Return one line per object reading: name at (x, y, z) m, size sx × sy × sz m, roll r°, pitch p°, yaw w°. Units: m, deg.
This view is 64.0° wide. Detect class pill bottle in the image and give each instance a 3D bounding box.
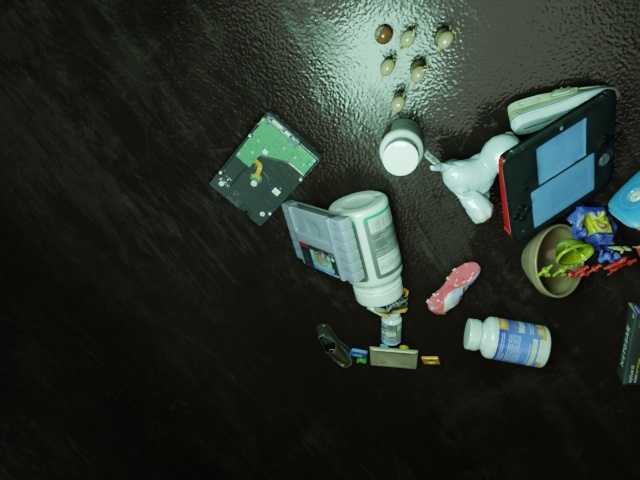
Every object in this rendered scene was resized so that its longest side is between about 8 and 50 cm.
pill bottle at (0.663, 0.357, 1.835) m, size 0.272 × 0.152 × 0.152 m, roll 10°, pitch 118°, yaw 6°
pill bottle at (0.164, 0.032, 1.736) m, size 0.204 × 0.204 × 0.361 m, roll -9°, pitch 114°, yaw 15°
pill bottle at (0.245, -0.280, 1.547) m, size 0.131 × 0.229 × 0.131 m, roll 5°, pitch 117°, yaw 9°
pill bottle at (0.268, 0.320, 1.934) m, size 0.078 × 0.078 × 0.137 m, roll 2°, pitch 117°, yaw 10°

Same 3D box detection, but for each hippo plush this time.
hippo plush at (0.490, -0.226, 1.534) m, size 0.237 × 0.234 × 0.294 m, roll -36°, pitch 113°, yaw 20°

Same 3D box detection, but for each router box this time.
router box at (1.190, 0.362, 1.776) m, size 0.243 × 0.081 × 0.308 m, roll -2°, pitch 116°, yaw 12°

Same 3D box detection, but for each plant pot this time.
plant pot at (0.738, 0.063, 1.667) m, size 0.237 × 0.110 × 0.237 m, roll -1°, pitch 93°, yaw -29°

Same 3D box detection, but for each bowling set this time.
bowling set at (0.227, -0.524, 1.469) m, size 0.200 × 0.154 × 0.287 m, roll 30°, pitch 118°, yaw -5°

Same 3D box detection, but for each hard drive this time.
hard drive at (-0.189, -0.240, 1.746) m, size 0.237 × 0.064 × 0.339 m, roll 39°, pitch 118°, yaw -10°

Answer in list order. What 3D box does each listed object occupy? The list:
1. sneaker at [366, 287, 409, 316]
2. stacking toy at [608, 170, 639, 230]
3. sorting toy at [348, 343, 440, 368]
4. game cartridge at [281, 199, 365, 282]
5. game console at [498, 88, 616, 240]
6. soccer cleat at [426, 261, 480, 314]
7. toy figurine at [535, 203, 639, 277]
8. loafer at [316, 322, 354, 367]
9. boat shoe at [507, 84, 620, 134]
sneaker at (0.243, 0.218, 1.840) m, size 0.084 × 0.215 × 0.083 m, roll 27°, pitch 110°, yaw 37°
stacking toy at (1.056, -0.068, 1.563) m, size 0.302 × 0.175 × 0.165 m, roll 27°, pitch 114°, yaw -19°
sorting toy at (0.286, 0.444, 1.983) m, size 0.348 × 0.047 × 0.196 m, roll 3°, pitch 148°, yaw 10°
game cartridge at (0.000, 0.000, 1.707) m, size 0.355 × 0.068 × 0.230 m, roll 20°, pitch 128°, yaw 54°
game console at (0.680, -0.199, 1.460) m, size 0.387 × 0.060 × 0.342 m, roll -32°, pitch 135°, yaw -7°
soccer cleat at (0.485, 0.173, 1.828) m, size 0.095 × 0.083 × 0.248 m, roll 23°, pitch 118°, yaw -35°
toy figurine at (0.813, -0.019, 1.597) m, size 0.363 × 0.217 × 0.191 m, roll -1°, pitch 152°, yaw -21°
loafer at (0.050, 0.432, 2.033) m, size 0.080 × 0.078 × 0.220 m, roll -33°, pitch 106°, yaw 24°
boat shoe at (0.695, -0.397, 1.476) m, size 0.302 × 0.109 × 0.094 m, roll -15°, pitch 69°, yaw 8°
